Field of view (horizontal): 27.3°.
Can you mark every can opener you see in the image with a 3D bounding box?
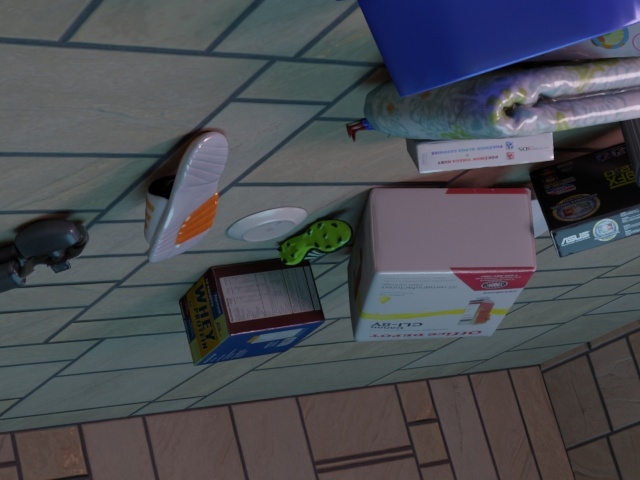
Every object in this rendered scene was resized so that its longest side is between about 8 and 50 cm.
[{"bbox_3d":[-0.479,0.029,2.000,0.280,0.074,0.093,-21,129,13],"label":"can opener"}]

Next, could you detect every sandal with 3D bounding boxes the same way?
[{"bbox_3d":[-0.197,-0.076,1.887,0.102,0.076,0.265,-21,149,-38],"label":"sandal"}]

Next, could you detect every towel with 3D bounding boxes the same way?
[{"bbox_3d":[0.287,-0.192,1.703,0.374,0.090,0.320,-11,-173,-24],"label":"towel"}]

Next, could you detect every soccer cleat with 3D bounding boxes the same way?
[{"bbox_3d":[0.000,0.000,2.336,0.179,0.060,0.072,-22,173,43],"label":"soccer cleat"}]

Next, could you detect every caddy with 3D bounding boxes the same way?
[{"bbox_3d":[0.187,-0.276,1.380,0.341,0.179,0.241,-17,-173,6],"label":"caddy"}]

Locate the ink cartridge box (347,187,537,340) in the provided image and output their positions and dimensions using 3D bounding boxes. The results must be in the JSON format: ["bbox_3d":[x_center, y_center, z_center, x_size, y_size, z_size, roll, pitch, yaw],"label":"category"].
[{"bbox_3d":[0.207,0.051,2.368,0.279,0.160,0.384,-1,159,-5],"label":"ink cartridge box"}]

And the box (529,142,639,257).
[{"bbox_3d":[0.509,-0.085,2.255,0.270,0.216,0.060,-17,119,9],"label":"box"}]

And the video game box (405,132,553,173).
[{"bbox_3d":[0.221,-0.140,1.875,0.187,0.048,0.205,-8,-167,1],"label":"video game box"}]

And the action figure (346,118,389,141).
[{"bbox_3d":[0.097,-0.170,1.899,0.115,0.030,0.038,-21,158,13],"label":"action figure"}]

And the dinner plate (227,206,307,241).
[{"bbox_3d":[-0.089,-0.023,2.240,0.141,0.017,0.141,-15,163,-5],"label":"dinner plate"}]

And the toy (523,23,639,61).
[{"bbox_3d":[0.325,-0.283,1.541,0.237,0.056,0.137,-3,129,22],"label":"toy"}]

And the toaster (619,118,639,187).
[{"bbox_3d":[0.540,-0.172,2.074,0.129,0.146,0.227,-19,164,9],"label":"toaster"}]

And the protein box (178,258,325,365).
[{"bbox_3d":[-0.133,0.135,2.506,0.201,0.136,0.200,-7,162,-27],"label":"protein box"}]

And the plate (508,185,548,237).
[{"bbox_3d":[0.343,-0.043,2.507,0.278,0.045,0.277,-5,160,-29],"label":"plate"}]
